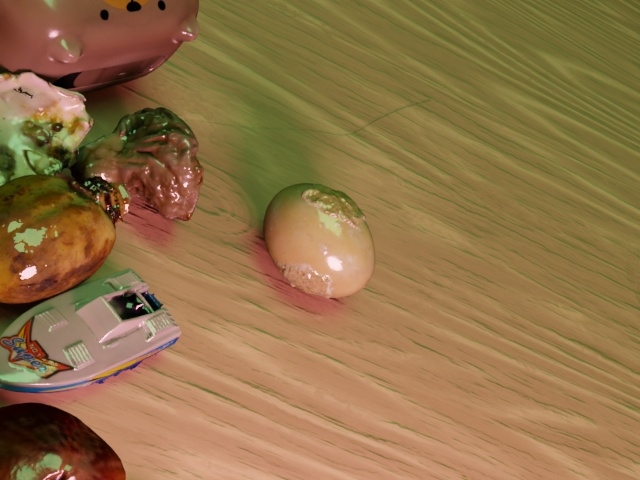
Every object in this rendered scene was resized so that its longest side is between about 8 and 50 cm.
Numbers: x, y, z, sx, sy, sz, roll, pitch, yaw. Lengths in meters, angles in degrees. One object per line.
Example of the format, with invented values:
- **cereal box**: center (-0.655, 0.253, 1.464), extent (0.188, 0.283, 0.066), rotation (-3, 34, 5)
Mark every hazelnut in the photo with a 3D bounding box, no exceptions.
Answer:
- **hazelnut**: center (-0.318, 0.267, 1.346), extent (0.204, 0.178, 0.178), rotation (28, 37, -30)

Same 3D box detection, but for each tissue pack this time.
- **tissue pack**: center (-0.383, -0.365, 1.849), extent (0.387, 0.267, 0.277), rotation (-20, 75, -47)

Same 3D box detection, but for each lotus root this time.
- **lotus root**: center (-0.386, 0.000, 1.580), extent (0.169, 0.141, 0.314), rotation (37, 36, 19)

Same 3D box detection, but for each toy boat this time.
- **toy boat**: center (-0.317, 0.129, 1.549), extent (0.129, 0.088, 0.295), rotation (50, 39, 14)

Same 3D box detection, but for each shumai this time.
- **shumai**: center (-0.278, -0.107, 1.774), extent (0.175, 0.166, 0.206), rotation (-11, 27, -30)

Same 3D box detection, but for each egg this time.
- **egg**: center (0.000, -0.001, 1.874), extent (0.201, 0.164, 0.164), rotation (49, 39, 7)

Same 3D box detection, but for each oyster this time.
- **oyster**: center (-0.502, -0.152, 1.676), extent (0.354, 0.107, 0.201), rotation (7, 78, -31)
